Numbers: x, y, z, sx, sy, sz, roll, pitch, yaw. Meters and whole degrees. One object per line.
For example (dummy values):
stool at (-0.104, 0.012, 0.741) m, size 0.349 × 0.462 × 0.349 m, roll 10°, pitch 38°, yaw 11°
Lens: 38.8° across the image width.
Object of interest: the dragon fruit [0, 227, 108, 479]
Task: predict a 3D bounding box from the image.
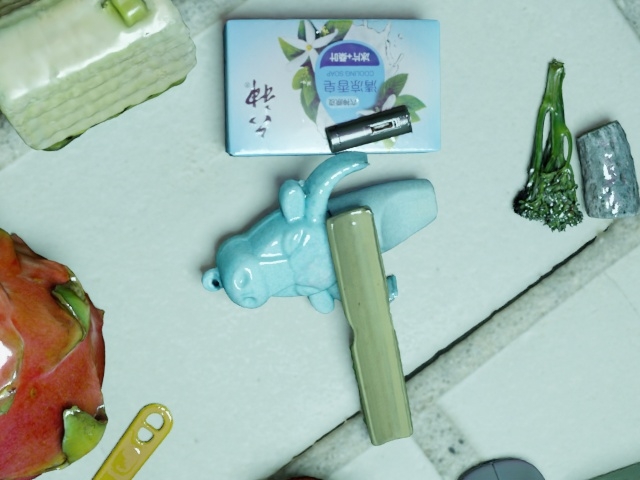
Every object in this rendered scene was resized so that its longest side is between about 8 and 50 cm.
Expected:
dragon fruit at (-0.360, 0.130, 0.890) m, size 0.305 × 0.226 × 0.305 m, roll 0°, pitch 92°, yaw -10°

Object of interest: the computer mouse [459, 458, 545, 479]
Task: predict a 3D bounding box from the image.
computer mouse at (0.228, 0.371, 1.058) m, size 0.120 × 0.057 × 0.232 m, roll -13°, pitch 95°, yaw -7°

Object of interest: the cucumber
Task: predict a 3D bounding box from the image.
cucumber at (0.330, -0.080, 1.045) m, size 0.064 × 0.064 × 0.112 m, roll -10°, pitch 94°, yaw -7°

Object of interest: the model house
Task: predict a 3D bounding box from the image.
model house at (-0.239, -0.200, 0.882) m, size 0.193 × 0.234 × 0.175 m, roll -27°, pitch 96°, yaw -7°

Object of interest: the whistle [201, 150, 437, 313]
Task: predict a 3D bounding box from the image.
whistle at (0.000, 0.000, 0.996) m, size 0.274 × 0.093 × 0.186 m, roll -21°, pitch 122°, yaw -8°

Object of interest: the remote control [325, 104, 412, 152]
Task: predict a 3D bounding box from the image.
remote control at (0.052, -0.116, 0.952) m, size 0.091 × 0.016 × 0.034 m, roll -16°, pitch 102°, yaw -5°

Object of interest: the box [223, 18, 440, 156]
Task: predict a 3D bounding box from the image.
box at (0.012, -0.164, 0.992) m, size 0.232 × 0.083 × 0.142 m, roll -2°, pitch 95°, yaw -8°

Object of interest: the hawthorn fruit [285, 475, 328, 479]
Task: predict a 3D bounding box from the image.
hawthorn fruit at (0.000, 0.334, 0.951) m, size 0.189 × 0.251 × 0.189 m, roll 6°, pitch 65°, yaw -14°

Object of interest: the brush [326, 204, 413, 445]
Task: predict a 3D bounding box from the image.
brush at (0.053, 0.096, 0.992) m, size 0.054 × 0.048 × 0.282 m, roll -17°, pitch 113°, yaw -13°

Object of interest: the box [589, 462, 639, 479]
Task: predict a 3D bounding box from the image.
box at (0.395, 0.324, 1.035) m, size 0.210 × 0.148 × 0.129 m, roll -16°, pitch 87°, yaw -9°

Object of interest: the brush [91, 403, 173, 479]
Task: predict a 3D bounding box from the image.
brush at (-0.255, 0.296, 1.016) m, size 0.103 × 0.013 × 0.272 m, roll 37°, pitch 87°, yaw -8°

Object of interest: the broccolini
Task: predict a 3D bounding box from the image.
broccolini at (0.265, -0.110, 1.038) m, size 0.074 × 0.058 × 0.201 m, roll 2°, pitch 94°, yaw -14°
